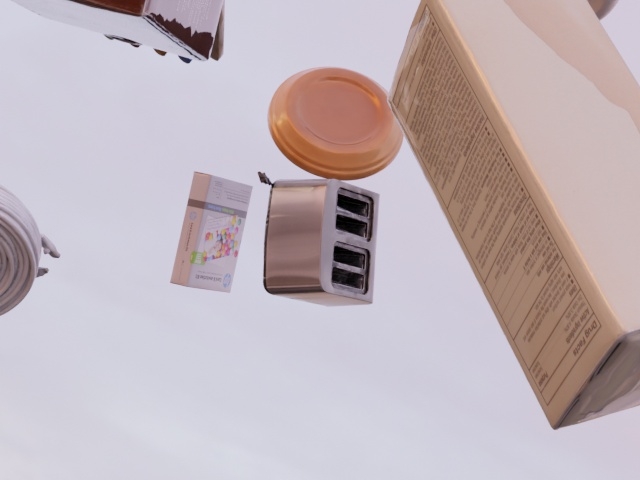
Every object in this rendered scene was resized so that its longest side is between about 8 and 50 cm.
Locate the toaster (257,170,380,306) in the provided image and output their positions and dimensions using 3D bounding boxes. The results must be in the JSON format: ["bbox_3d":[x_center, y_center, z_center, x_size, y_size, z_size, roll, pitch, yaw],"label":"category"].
[{"bbox_3d":[0.000,0.000,1.968,0.110,0.168,0.185,-3,-11,35],"label":"toaster"}]

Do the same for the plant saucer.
[{"bbox_3d":[0.025,-0.175,1.999,0.200,0.200,0.037,23,-34,4],"label":"plant saucer"}]

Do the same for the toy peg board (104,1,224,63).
[{"bbox_3d":[-0.210,-0.291,1.784,0.160,0.079,0.161,32,-22,10],"label":"toy peg board"}]

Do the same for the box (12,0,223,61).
[{"bbox_3d":[-0.202,-0.271,1.312,0.191,0.143,0.381,16,1,2],"label":"box"}]

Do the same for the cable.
[{"bbox_3d":[-0.553,0.015,2.119,0.257,0.089,0.257,-22,-51,6],"label":"cable"}]

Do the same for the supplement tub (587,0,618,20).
[{"bbox_3d":[0.276,-0.339,1.520,0.144,0.200,0.144,15,-40,13],"label":"supplement tub"}]

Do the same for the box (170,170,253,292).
[{"bbox_3d":[-0.178,-0.012,2.306,0.038,0.186,0.145,13,0,26],"label":"box"}]

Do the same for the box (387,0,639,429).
[{"bbox_3d":[0.173,-0.037,1.018,0.121,0.311,0.148,-13,-28,-21],"label":"box"}]
